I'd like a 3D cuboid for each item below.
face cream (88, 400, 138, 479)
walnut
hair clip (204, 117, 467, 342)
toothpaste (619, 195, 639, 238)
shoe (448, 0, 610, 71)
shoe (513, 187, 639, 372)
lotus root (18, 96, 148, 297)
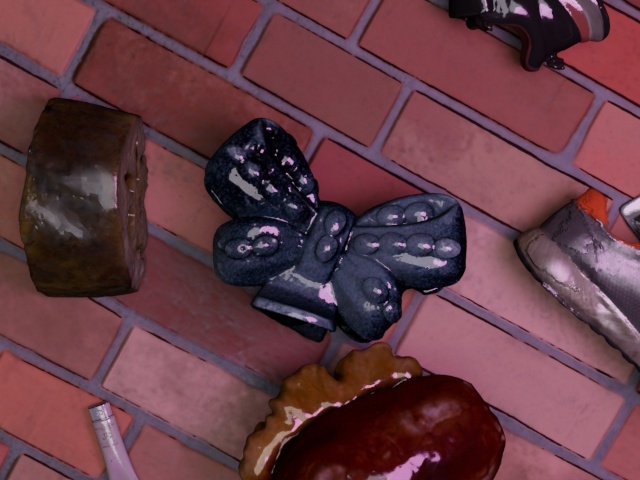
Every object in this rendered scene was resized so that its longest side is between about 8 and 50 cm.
[{"bbox_3d":[-0.244,0.246,1.635,0.038,0.020,0.115,-17,97,-2],"label":"face cream"},{"bbox_3d":[0.054,0.241,1.566,0.269,0.222,0.244,-34,77,-15],"label":"walnut"},{"bbox_3d":[0.001,0.007,1.563,0.310,0.194,0.206,24,80,-2],"label":"hair clip"},{"bbox_3d":[0.436,0.038,1.648,0.062,0.037,0.216,-31,90,4],"label":"toothpaste"},{"bbox_3d":[0.194,-0.305,1.581,0.137,0.114,0.291,-44,98,6],"label":"shoe"},{"bbox_3d":[0.395,0.061,1.594,0.336,0.132,0.171,41,97,1],"label":"shoe"},{"bbox_3d":[-0.266,-0.042,1.569,0.119,0.138,0.235,3,99,7],"label":"lotus root"}]
